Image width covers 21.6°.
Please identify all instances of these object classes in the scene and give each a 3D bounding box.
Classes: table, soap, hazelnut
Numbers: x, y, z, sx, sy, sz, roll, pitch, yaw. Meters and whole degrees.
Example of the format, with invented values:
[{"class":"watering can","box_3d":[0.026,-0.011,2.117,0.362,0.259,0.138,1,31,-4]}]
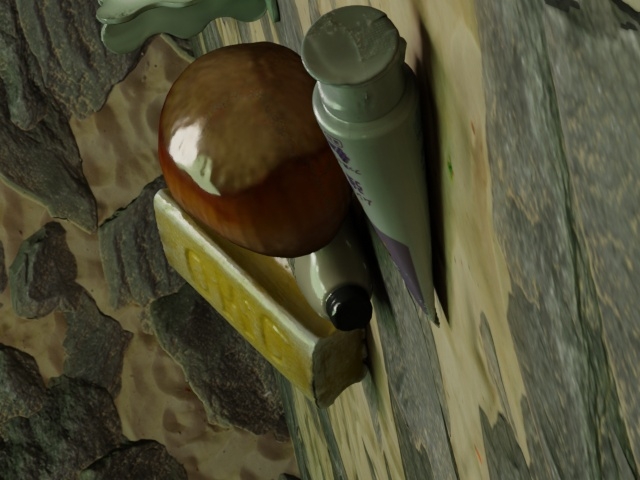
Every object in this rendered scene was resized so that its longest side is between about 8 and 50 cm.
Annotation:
[{"class":"table","box_3d":[-0.163,-0.298,1.873,0.166,0.198,0.166,164,90,-84]},{"class":"soap","box_3d":[-0.067,0.051,1.903,0.274,0.089,0.173,42,160,26]},{"class":"hazelnut","box_3d":[-0.059,-0.077,1.554,0.214,0.176,0.214,160,90,-79]}]

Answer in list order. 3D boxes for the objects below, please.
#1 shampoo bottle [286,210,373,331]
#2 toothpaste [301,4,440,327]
[{"class":"shampoo bottle","box_3d":[0.000,0.000,1.686,0.257,0.078,0.127,-116,16,-51]},{"class":"toothpaste","box_3d":[0.047,-0.051,1.202,0.299,0.073,0.114,70,-178,-57]}]
